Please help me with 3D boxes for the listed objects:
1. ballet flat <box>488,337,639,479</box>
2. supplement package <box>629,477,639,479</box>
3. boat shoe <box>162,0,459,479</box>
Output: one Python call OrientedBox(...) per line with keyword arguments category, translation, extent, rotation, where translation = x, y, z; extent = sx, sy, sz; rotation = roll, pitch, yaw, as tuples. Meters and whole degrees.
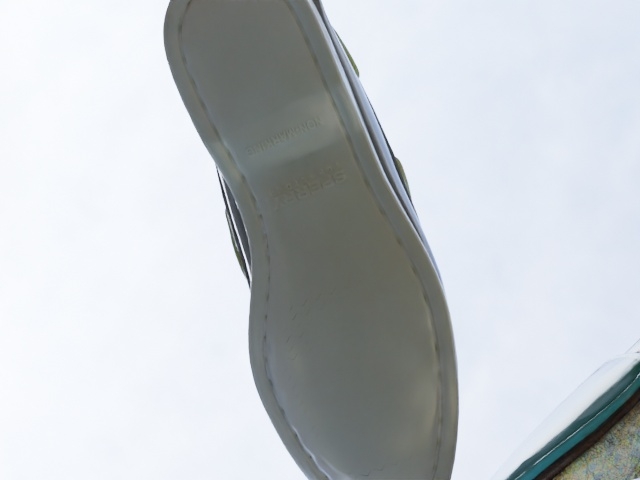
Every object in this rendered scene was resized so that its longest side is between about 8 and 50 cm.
OrientedBox(category="ballet flat", translation=(0.248, 0.100, 1.031), extent=(0.348, 0.123, 0.123), rotation=(-48, -132, -9))
OrientedBox(category="supplement package", translation=(0.208, 0.207, 0.687), extent=(0.175, 0.178, 0.293), rotation=(-32, -177, -41))
OrientedBox(category="boat shoe", translation=(0.004, -0.001, 0.800), extent=(0.109, 0.305, 0.091), rotation=(-18, -178, 11))
